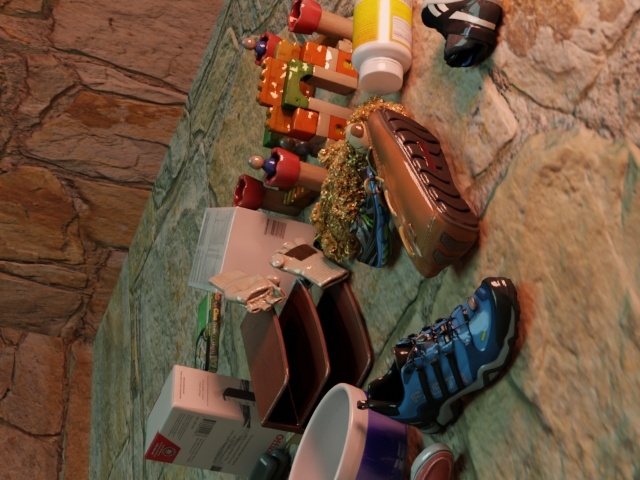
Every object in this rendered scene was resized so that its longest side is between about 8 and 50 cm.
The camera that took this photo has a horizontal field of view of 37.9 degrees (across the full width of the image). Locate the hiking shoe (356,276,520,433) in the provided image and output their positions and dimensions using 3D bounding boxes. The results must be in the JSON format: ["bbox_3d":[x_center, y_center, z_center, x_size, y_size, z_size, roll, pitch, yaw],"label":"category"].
[{"bbox_3d":[0.174,0.169,1.339,0.113,0.132,0.304,-104,35,-50],"label":"hiking shoe"}]

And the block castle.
[{"bbox_3d":[-0.080,-0.300,2.133,0.303,0.212,0.453,155,126,-63],"label":"block castle"}]

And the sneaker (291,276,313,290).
[{"bbox_3d":[-0.016,0.076,1.946,0.098,0.038,0.069,-48,14,-34],"label":"sneaker"}]

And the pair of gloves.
[{"bbox_3d":[-0.089,0.068,1.879,0.204,0.240,0.042,33,139,57],"label":"pair of gloves"}]

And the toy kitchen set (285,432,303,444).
[{"bbox_3d":[-0.058,0.355,1.886,0.075,0.068,0.083,124,151,-42],"label":"toy kitchen set"}]

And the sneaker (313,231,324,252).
[{"bbox_3d":[0.000,0.000,1.997,0.031,0.035,0.083,-64,25,27],"label":"sneaker"}]

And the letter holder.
[{"bbox_3d":[-0.031,0.194,1.808,0.214,0.152,0.302,-63,25,26],"label":"letter holder"}]

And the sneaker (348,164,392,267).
[{"bbox_3d":[0.086,-0.041,1.681,0.067,0.078,0.188,-38,-52,-63],"label":"sneaker"}]

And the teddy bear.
[{"bbox_3d":[0.060,-0.119,1.821,0.338,0.113,0.245,127,146,-46],"label":"teddy bear"}]

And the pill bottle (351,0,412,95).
[{"bbox_3d":[0.121,-0.396,1.825,0.117,0.117,0.215,140,139,-56],"label":"pill bottle"}]

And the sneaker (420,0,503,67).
[{"bbox_3d":[0.222,-0.354,1.600,0.217,0.079,0.121,12,87,67],"label":"sneaker"}]

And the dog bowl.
[{"bbox_3d":[0.038,0.374,1.519,0.265,0.104,0.265,-157,90,-78],"label":"dog bowl"}]

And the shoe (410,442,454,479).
[{"bbox_3d":[0.161,0.384,1.347,0.081,0.063,0.178,-119,41,-58],"label":"shoe"}]

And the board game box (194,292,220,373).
[{"bbox_3d":[-0.320,0.270,2.636,0.136,0.030,0.260,130,146,-52],"label":"board game box"}]

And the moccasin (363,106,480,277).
[{"bbox_3d":[0.149,-0.090,1.572,0.147,0.139,0.380,-54,40,29],"label":"moccasin"}]

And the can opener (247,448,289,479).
[{"bbox_3d":[-0.131,0.566,1.965,0.093,0.074,0.280,33,114,31],"label":"can opener"}]

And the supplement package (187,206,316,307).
[{"bbox_3d":[-0.162,0.038,2.151,0.262,0.199,0.198,-177,100,-68],"label":"supplement package"}]

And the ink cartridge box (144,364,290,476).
[{"bbox_3d":[-0.210,0.388,1.970,0.114,0.272,0.197,-95,28,-47],"label":"ink cartridge box"}]
